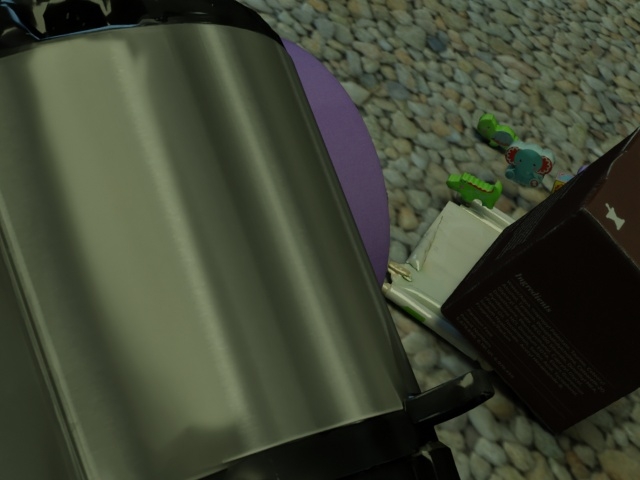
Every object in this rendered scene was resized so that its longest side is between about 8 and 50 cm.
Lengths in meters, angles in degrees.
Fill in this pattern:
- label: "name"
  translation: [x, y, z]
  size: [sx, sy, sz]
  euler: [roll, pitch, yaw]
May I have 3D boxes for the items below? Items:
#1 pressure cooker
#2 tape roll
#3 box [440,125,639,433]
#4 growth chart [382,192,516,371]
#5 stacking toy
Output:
- label: "pressure cooker"
  translation: [-0.132, 0.103, 0.824]
  size: [0.376, 0.370, 0.420]
  euler: [-12, 75, -39]
- label: "tape roll"
  translation: [-0.075, -0.023, 1.078]
  size: [0.090, 0.275, 0.275]
  euler: [-16, 60, -43]
- label: "box"
  translation: [0.257, 0.039, 1.269]
  size: [0.167, 0.203, 0.168]
  euler: [48, 44, -2]
- label: "growth chart"
  translation: [0.164, 0.036, 1.375]
  size: [0.172, 0.021, 0.237]
  euler: [40, 40, 6]
- label: "stacking toy"
  translation: [0.259, -0.071, 1.471]
  size: [0.221, 0.052, 0.167]
  euler: [18, 31, 8]
